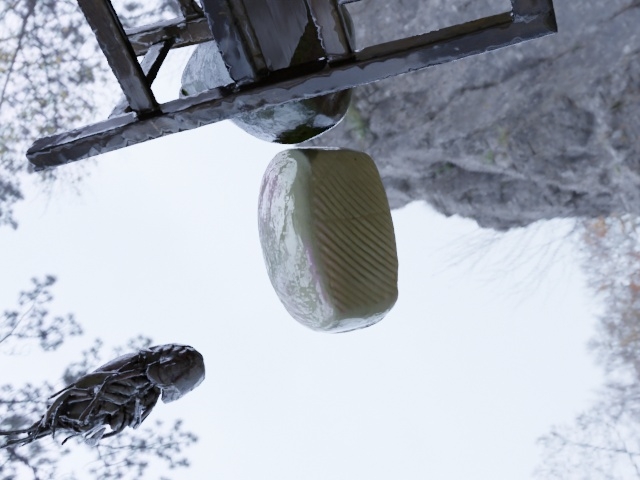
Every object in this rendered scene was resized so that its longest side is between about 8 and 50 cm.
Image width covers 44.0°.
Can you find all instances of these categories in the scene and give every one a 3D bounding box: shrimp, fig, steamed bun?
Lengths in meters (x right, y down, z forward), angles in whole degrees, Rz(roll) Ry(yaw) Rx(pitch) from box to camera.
[{"bbox_3d":[-0.167,0.126,0.611,0.165,0.065,0.057,-32,-55,-16],"label":"shrimp"},{"bbox_3d":[-0.072,-0.204,0.937,0.195,0.244,0.195,-9,-90,-75],"label":"fig"},{"bbox_3d":[0.000,0.000,1.024,0.170,0.152,0.239,-8,-90,-44],"label":"steamed bun"}]

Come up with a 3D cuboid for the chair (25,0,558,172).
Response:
[{"bbox_3d":[-0.054,-0.234,0.630,0.241,0.416,0.203,-82,-24,-55],"label":"chair"}]
